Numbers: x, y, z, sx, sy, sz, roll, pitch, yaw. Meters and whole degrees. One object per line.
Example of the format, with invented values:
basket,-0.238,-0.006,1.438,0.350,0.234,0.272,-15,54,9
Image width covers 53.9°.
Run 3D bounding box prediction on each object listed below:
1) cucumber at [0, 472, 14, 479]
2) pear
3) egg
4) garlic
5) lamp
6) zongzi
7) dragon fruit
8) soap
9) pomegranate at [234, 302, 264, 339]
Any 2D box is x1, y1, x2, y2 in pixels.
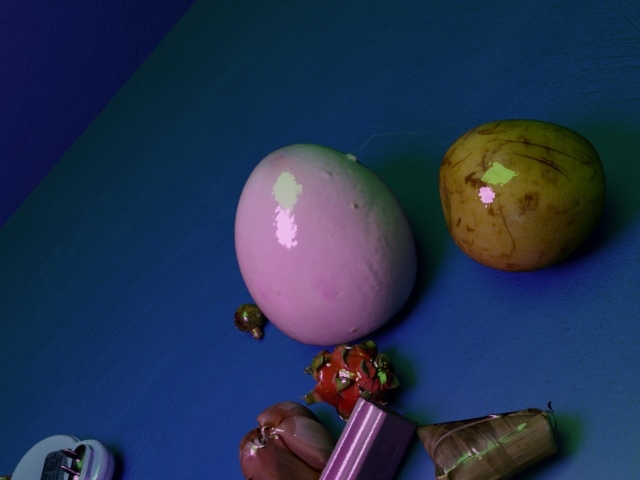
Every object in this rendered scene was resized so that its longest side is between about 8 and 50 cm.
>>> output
cucumber,-0.759,0.728,1.491,0.145,0.105,0.325,-40,44,7
pear,0.344,-0.082,1.094,0.283,0.283,0.284,-22,47,25
egg,-0.012,-0.024,1.226,0.354,0.340,0.355,-18,39,15
garlic,-0.067,0.402,1.133,0.214,0.191,0.160,-57,16,5
lamp,-0.597,0.550,1.454,0.284,0.147,0.209,-31,45,29
zongzi,0.261,0.304,1.002,0.204,0.094,0.204,-32,13,0
dragon fruit,0.037,0.255,1.172,0.235,0.137,0.135,-1,95,41
soap,0.071,0.372,1.044,0.065,0.122,0.203,20,81,44
pomegranate,-0.164,0.187,1.444,0.073,0.073,0.085,-11,68,34
